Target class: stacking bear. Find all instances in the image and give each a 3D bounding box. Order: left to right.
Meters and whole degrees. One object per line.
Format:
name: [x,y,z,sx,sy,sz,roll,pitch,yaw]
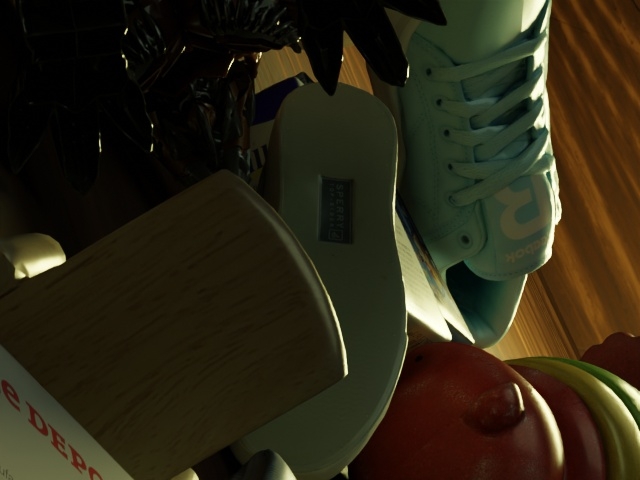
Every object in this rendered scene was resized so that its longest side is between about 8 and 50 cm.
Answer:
stacking bear: [0.110,0.130,1.034,0.164,0.175,0.289,59,16,26]

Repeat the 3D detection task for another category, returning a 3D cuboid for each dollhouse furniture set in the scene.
dollhouse furniture set: [0.042,0.097,0.548,0.286,0.198,0.303,60,7,-1]

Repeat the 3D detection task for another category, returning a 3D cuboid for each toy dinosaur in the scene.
toy dinosaur: [-0.082,-0.136,0.756,0.322,0.164,0.218,49,7,-40]

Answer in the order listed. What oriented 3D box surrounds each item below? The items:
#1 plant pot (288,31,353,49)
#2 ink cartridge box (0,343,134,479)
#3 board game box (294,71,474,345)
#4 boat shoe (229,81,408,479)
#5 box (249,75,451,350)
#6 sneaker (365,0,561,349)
plant pot: [-0.003,-0.250,1.261,0.229,0.263,0.263,83,-15,-65]
ink cartridge box: [-0.081,0.075,0.301,0.092,0.090,0.143,55,11,-41]
board game box: [0.013,-0.024,1.186,0.194,0.060,0.194,65,10,21]
boat shoe: [-0.003,0.029,0.858,0.081,0.079,0.227,103,-4,-48]
box: [0.000,0.000,1.009,0.137,0.072,0.126,67,10,19]
sneaker: [0.117,-0.061,1.250,0.150,0.135,0.366,52,-21,29]
